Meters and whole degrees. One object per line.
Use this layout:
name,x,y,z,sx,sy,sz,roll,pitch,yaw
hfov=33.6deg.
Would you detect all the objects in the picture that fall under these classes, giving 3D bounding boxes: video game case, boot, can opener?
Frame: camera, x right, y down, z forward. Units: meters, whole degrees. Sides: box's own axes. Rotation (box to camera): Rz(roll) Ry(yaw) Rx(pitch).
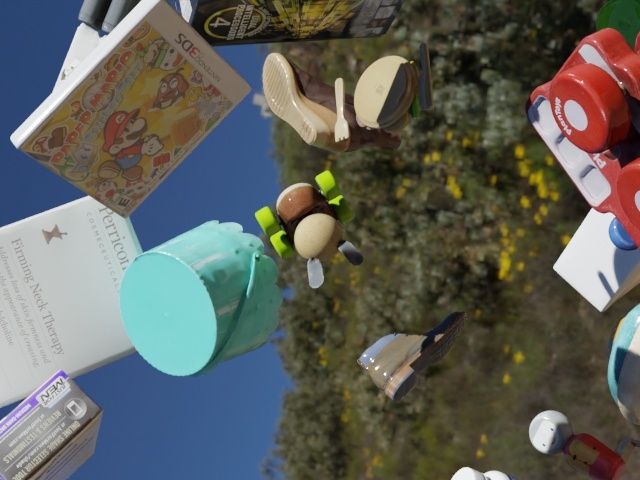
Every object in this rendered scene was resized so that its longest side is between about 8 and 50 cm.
video game case,-0.209,-0.147,1.219,0.227,0.026,0.206,-45,-34,3
boot,0.170,0.188,1.962,0.219,0.106,0.082,-43,-31,-21
boot,0.019,-0.254,1.987,0.207,0.248,0.090,-3,-41,-37
can opener,-0.256,-0.278,1.322,0.280,0.074,0.093,-68,-19,11

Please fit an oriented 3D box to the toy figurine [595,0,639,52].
toy figurine,0.467,-0.245,1.492,0.130,0.173,0.159,-40,-26,10

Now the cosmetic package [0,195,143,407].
cosmetic package,-0.557,0.109,2.207,0.327,0.393,0.329,-178,66,-76

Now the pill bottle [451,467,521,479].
pill bottle,0.313,0.457,1.811,0.112,0.186,0.112,-52,22,31

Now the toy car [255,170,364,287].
toy car,0.000,0.000,1.866,0.155,0.188,0.149,-31,-40,0

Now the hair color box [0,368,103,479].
hair color box,-0.480,0.357,1.816,0.185,0.110,0.339,-43,-5,-26

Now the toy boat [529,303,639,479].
toy boat,0.459,0.218,1.613,0.318,0.148,0.267,-47,-36,-18

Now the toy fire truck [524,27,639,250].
toy fire truck,0.375,-0.098,1.247,0.169,0.302,0.254,-30,-12,-17

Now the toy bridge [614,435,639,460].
toy bridge,0.546,0.350,1.635,0.063,0.188,0.026,-53,-50,-7

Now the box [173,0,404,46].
box,-0.012,-0.398,1.412,0.395,0.318,0.097,127,131,-64

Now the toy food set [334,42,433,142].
toy food set,0.108,-0.232,1.709,0.038,0.192,0.132,20,-118,-47

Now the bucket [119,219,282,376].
bucket,-0.227,0.113,1.983,0.183,0.281,0.281,-24,-52,-51

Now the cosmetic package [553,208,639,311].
cosmetic package,0.602,-0.016,2.048,0.224,0.138,0.224,-29,-26,-38
